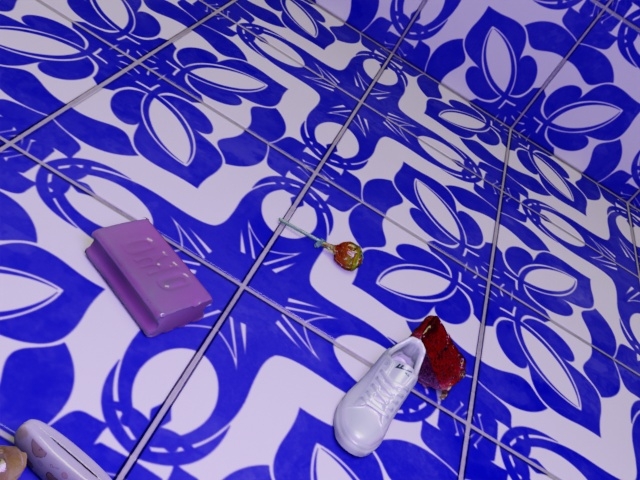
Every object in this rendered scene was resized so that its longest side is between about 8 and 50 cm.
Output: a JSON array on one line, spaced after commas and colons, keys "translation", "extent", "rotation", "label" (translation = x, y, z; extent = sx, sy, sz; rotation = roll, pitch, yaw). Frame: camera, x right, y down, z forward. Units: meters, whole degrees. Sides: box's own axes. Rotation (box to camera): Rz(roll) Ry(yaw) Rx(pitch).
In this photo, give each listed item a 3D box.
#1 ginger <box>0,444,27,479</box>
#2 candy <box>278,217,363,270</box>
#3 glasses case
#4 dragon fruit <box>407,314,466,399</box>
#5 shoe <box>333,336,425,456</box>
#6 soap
[{"translation": [-0.424, 0.307, 0.835], "extent": [0.133, 0.059, 0.214], "rotation": [43, 33, 27], "label": "ginger"}, {"translation": [0.000, 0.000, 1.567], "extent": [0.201, 0.060, 0.060], "rotation": [27, 34, 3], "label": "candy"}, {"translation": [-0.318, 0.289, 0.933], "extent": [0.164, 0.063, 0.041], "rotation": [39, 35, 7], "label": "glasses case"}, {"translation": [0.204, 0.223, 1.428], "extent": [0.102, 0.096, 0.147], "rotation": [-37, 105, -44], "label": "dragon fruit"}, {"translation": [0.109, 0.256, 1.282], "extent": [0.095, 0.110, 0.265], "rotation": [37, 32, 3], "label": "shoe"}, {"translation": [-0.287, 0.058, 1.240], "extent": [0.203, 0.065, 0.122], "rotation": [47, 36, 19], "label": "soap"}]
